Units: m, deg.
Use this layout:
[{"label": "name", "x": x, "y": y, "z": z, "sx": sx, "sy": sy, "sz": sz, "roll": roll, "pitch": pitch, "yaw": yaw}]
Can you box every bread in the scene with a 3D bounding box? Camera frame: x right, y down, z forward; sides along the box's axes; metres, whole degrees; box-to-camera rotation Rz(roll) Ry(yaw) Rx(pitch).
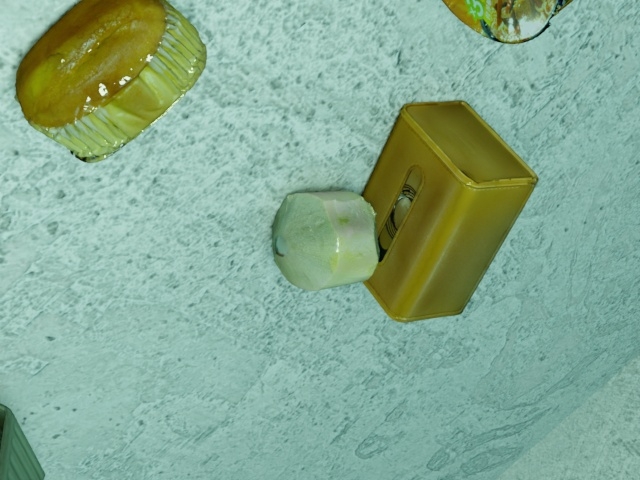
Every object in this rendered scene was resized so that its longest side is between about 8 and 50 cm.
[{"label": "bread", "x": -0.221, "y": -0.178, "z": 1.117, "sx": 0.190, "sy": 0.132, "sz": 0.114, "roll": -43, "pitch": 146, "yaw": 3}]

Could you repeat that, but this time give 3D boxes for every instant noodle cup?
[{"label": "instant noodle cup", "x": 0.255, "y": -0.372, "z": 1.279, "sx": 0.182, "sy": 0.230, "sz": 0.230, "roll": -31, "pitch": 148, "yaw": -29}]

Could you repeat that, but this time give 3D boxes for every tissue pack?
[{"label": "tissue pack", "x": 0.164, "y": -0.039, "z": 1.595, "sx": 0.145, "sy": 0.194, "sz": 0.274, "roll": -9, "pitch": 136, "yaw": -37}]

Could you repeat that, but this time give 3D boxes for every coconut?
[{"label": "coconut", "x": 0.000, "y": 0.000, "z": 1.533, "sx": 0.152, "sy": 0.147, "sz": 0.147, "roll": -3, "pitch": 133, "yaw": -43}]

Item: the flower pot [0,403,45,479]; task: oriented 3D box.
[{"label": "flower pot", "x": -0.483, "y": 0.320, "z": 1.391, "sx": 0.209, "sy": 0.239, "sz": 0.189, "roll": -58, "pitch": 157, "yaw": -33}]
